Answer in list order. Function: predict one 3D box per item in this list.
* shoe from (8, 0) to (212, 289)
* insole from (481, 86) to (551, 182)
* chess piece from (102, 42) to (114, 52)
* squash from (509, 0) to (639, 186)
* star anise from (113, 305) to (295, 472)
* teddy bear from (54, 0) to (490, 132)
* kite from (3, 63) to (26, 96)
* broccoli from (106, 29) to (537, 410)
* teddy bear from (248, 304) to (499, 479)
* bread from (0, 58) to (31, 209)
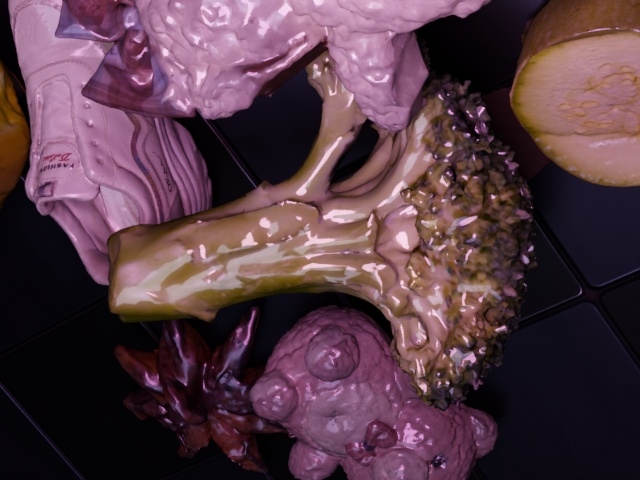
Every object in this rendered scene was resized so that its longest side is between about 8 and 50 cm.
[{"bbox_3d":[-0.237,-0.111,1.446,0.132,0.210,0.342,-13,115,26],"label":"shoe"},{"bbox_3d":[0.125,-0.059,1.479,0.111,0.007,0.328,45,124,-9],"label":"insole"},{"bbox_3d":[-0.098,-0.276,1.349,0.144,0.144,0.251,36,119,-5],"label":"chess piece"},{"bbox_3d":[0.284,-0.134,1.308,0.220,0.133,0.220,7,128,9],"label":"squash"},{"bbox_3d":[-0.128,0.190,1.666,0.272,0.102,0.272,8,125,11],"label":"star anise"},{"bbox_3d":[0.016,-0.249,1.231,0.362,0.375,0.327,-18,94,48],"label":"teddy bear"},{"bbox_3d":[-0.454,-0.275,1.541,0.234,0.016,0.321,-17,113,29],"label":"kite"},{"bbox_3d":[0.023,0.025,1.362,0.397,0.275,0.353,-41,69,-2],"label":"broccoli"},{"bbox_3d":[0.055,0.196,1.578,0.236,0.151,0.267,-37,99,27],"label":"teddy bear"},{"bbox_3d":[-0.459,-0.074,1.531,0.376,0.208,0.251,-48,58,38],"label":"bread"}]
